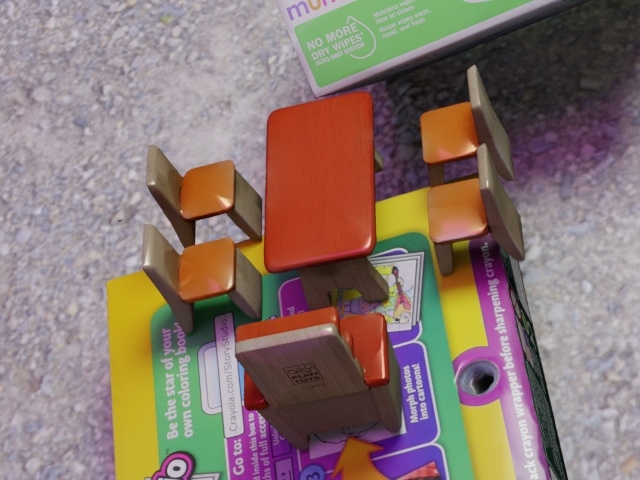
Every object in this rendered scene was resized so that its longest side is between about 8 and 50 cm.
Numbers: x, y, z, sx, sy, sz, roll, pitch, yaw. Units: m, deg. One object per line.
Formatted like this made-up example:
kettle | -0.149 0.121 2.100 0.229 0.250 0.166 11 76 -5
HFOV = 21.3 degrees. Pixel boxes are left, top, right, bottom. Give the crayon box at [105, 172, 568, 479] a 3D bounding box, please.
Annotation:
crayon box | 0.011 0.157 1.233 0.313 0.106 0.363 -17 52 12

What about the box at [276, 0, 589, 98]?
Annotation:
box | 0.118 -0.221 1.331 0.262 0.231 0.127 -20 93 17

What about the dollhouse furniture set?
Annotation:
dollhouse furniture set | 0.000 0.000 1.191 0.262 0.135 0.259 -12 51 14
